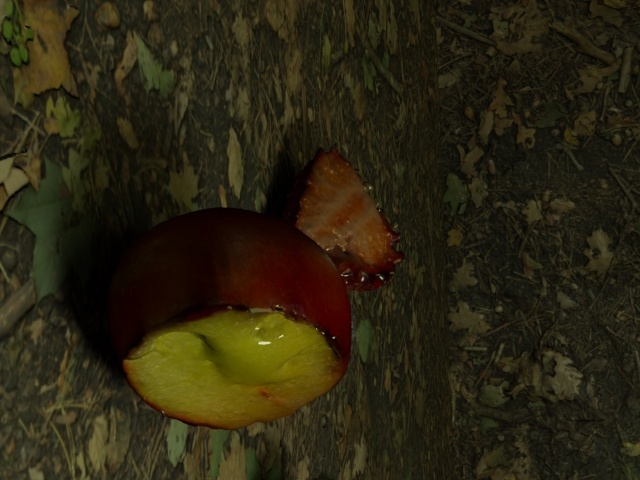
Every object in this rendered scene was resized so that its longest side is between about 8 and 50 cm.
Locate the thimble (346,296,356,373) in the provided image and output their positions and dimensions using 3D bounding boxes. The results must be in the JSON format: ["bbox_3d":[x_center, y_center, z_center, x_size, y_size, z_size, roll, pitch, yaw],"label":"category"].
[{"bbox_3d":[-0.002,0.162,1.779,0.150,0.097,0.150,-2,90,-72],"label":"thimble"}]

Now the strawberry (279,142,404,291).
[{"bbox_3d":[0.013,0.007,1.773,0.253,0.150,0.280,45,41,-24],"label":"strawberry"}]

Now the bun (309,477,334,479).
[{"bbox_3d":[-0.042,0.475,1.576,0.237,0.116,0.210,-59,157,-21],"label":"bun"}]

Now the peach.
[{"bbox_3d":[-0.101,0.095,1.163,0.338,0.281,0.281,-39,125,-80],"label":"peach"}]
